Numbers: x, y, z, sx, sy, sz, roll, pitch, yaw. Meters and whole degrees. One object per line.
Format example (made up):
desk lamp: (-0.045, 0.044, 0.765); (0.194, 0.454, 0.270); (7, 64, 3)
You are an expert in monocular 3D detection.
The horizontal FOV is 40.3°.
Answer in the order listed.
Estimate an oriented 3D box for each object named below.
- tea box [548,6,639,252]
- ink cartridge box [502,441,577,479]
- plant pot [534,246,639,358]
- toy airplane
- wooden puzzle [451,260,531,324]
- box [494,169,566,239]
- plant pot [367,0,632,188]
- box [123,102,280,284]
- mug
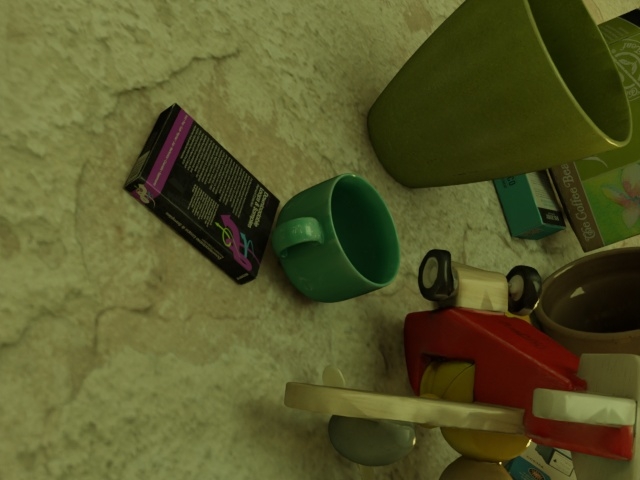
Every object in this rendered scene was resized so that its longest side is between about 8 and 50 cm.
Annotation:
tea box: (0.539, -0.206, 1.504); (0.329, 0.323, 0.220); (64, 16, -15)
ink cartridge box: (0.293, 0.308, 1.087); (0.139, 0.082, 0.190); (35, 30, 12)
plant pot: (0.488, 0.170, 1.374); (0.263, 0.262, 0.229); (-52, 130, -52)
toy airplane: (0.201, 0.190, 0.884); (0.384, 0.385, 0.273); (-9, 117, -64)
wooden puzzle: (0.249, 0.138, 1.225); (0.238, 0.044, 0.221); (18, 55, -46)
box: (0.338, -0.126, 1.493); (0.100, 0.060, 0.245); (6, 64, -51)
plant pot: (0.216, -0.189, 1.171); (0.274, 0.293, 0.275); (31, 45, -38)
box: (-0.114, -0.046, 0.884); (0.162, 0.029, 0.116); (42, 40, -26)
mug: (0.004, -0.005, 0.943); (0.157, 0.097, 0.130); (41, 42, -35)
